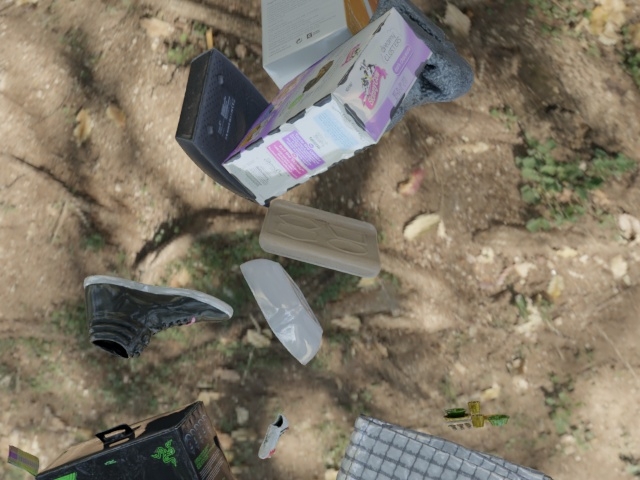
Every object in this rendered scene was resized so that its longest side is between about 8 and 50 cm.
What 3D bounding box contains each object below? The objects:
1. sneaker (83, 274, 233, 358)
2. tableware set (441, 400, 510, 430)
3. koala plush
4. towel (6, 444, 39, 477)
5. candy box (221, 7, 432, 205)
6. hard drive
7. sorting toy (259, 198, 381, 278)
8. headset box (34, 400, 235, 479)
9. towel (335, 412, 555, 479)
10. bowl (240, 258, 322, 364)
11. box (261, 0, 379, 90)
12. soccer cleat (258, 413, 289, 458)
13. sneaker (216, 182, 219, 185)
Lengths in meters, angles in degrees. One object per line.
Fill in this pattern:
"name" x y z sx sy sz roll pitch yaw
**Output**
"sneaker" -0.316 0.165 1.767 0.296 0.146 0.104 11 157 -22
"tableware set" 0.260 0.290 1.537 0.104 0.154 0.024 -6 88 0
"koala plush" 0.113 -0.252 1.498 0.203 0.196 0.221 39 116 -10
"towel" -0.513 0.380 1.583 0.060 0.083 0.009 33 87 -19
"candy box" 0.007 -0.142 0.990 0.070 0.165 0.196 46 140 -17
"hard drive" -0.138 -0.167 1.426 0.054 0.172 0.255 1 161 24
"sorting toy" 0.000 0.000 1.486 0.193 0.208 0.038 15 110 -3
"headset box" -0.257 0.406 1.391 0.246 0.131 0.283 -20 95 12
"towel" 0.143 0.358 1.091 0.284 0.121 0.235 19 81 9
"bowl" -0.050 0.094 1.317 0.053 0.142 0.142 -33 142 2
"box" 0.011 -0.399 1.711 0.168 0.345 0.215 -21 138 19
"soccer cleat" -0.081 0.329 1.542 0.029 0.083 0.035 11 137 34
"sneaker" -0.198 -0.213 1.966 0.095 0.236 0.104 -30 111 19
